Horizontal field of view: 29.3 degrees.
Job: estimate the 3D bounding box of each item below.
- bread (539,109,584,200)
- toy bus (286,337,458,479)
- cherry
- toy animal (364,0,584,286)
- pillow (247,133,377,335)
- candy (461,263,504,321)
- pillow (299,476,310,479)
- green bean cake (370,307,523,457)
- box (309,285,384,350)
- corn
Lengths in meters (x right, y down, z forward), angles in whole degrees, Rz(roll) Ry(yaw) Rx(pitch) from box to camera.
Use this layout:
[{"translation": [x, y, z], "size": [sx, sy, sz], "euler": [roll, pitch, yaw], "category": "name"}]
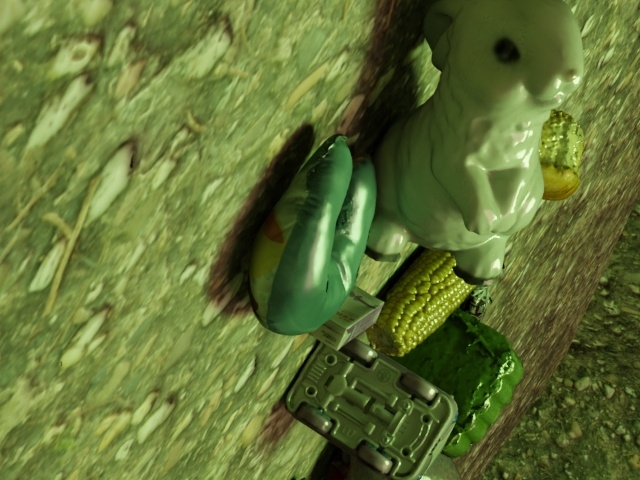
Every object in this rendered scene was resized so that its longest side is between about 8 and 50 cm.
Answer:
[{"translation": [0.273, -0.122, 1.647], "size": [0.121, 0.174, 0.245], "euler": [-64, 170, -1], "category": "bread"}, {"translation": [0.072, 0.221, 1.607], "size": [0.142, 0.202, 0.142], "euler": [-57, 165, -7], "category": "toy bus"}, {"translation": [0.111, 0.386, 1.974], "size": [0.213, 0.266, 0.183], "euler": [-49, -171, 48], "category": "cherry"}, {"translation": [0.169, -0.129, 1.310], "size": [0.257, 0.194, 0.357], "euler": [-94, -164, -45], "category": "toy animal"}, {"translation": [0.000, 0.000, 1.253], "size": [0.214, 0.086, 0.233], "euler": [-66, 164, 4], "category": "pillow"}, {"translation": [0.288, 0.131, 2.307], "size": [0.094, 0.051, 0.226], "euler": [-50, 165, -58], "category": "candy"}, {"translation": [-0.061, 0.481, 1.908], "size": [0.208, 0.052, 0.212], "euler": [-58, 164, -16], "category": "pillow"}, {"translation": [0.179, 0.200, 1.849], "size": [0.200, 0.214, 0.113], "euler": [-54, 157, -9], "category": "green bean cake"}, {"translation": [0.033, 0.097, 1.550], "size": [0.117, 0.051, 0.036], "euler": [-31, 145, -60], "category": "box"}, {"translation": [0.177, 0.054, 1.796], "size": [0.310, 0.101, 0.101], "euler": [-42, 155, -40], "category": "corn"}]
